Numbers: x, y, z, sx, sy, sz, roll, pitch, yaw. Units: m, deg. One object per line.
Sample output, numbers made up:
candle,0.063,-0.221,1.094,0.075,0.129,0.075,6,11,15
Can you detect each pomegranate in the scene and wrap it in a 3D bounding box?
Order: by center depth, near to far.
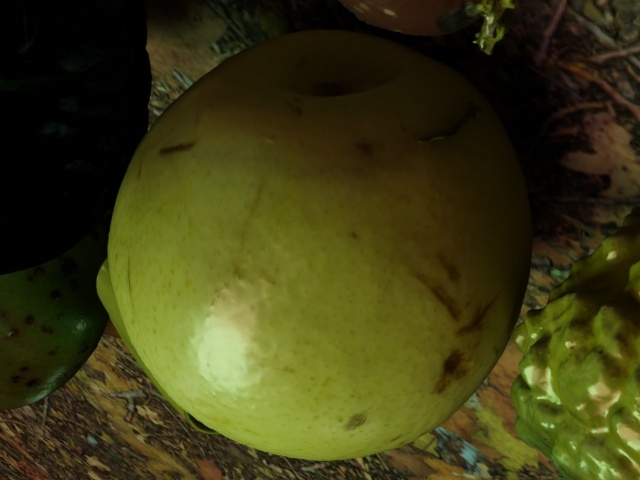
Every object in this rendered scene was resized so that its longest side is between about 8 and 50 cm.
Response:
pomegranate,-0.328,0.040,1.459,0.291,0.323,0.290,41,138,51

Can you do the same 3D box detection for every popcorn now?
popcorn,0.249,0.087,0.856,0.249,0.225,0.249,28,167,7

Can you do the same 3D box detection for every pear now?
pear,0.000,0.000,0.930,0.309,0.309,0.309,29,149,19

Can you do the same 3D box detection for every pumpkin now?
pumpkin,-0.260,-0.152,0.961,0.266,0.363,0.363,-1,143,3

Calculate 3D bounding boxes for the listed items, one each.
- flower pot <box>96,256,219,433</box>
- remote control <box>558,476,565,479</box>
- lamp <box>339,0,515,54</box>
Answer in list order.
flower pot,-0.114,0.062,1.273,0.179,0.195,0.195,33,153,39
remote control,0.270,0.299,1.297,0.061,0.029,0.162,15,142,35
lamp,0.054,-0.199,0.754,0.157,0.156,0.135,23,123,-41
